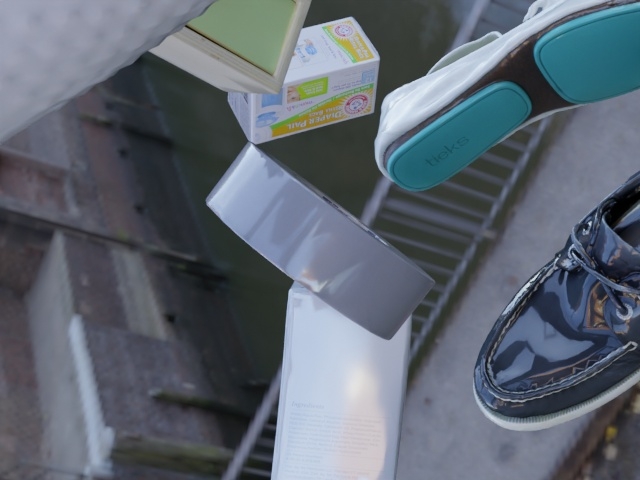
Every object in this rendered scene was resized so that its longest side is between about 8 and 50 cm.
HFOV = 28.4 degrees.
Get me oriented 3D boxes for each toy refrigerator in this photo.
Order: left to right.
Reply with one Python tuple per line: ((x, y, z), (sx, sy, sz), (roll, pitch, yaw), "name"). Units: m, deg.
((-0.138, -0.226, 1.106), (0.094, 0.269, 0.102), (10, 79, 48), "toy refrigerator")

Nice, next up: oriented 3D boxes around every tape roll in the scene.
((0.000, 0.000, 1.181), (0.072, 0.219, 0.219), (-54, 28, 4), "tape roll")

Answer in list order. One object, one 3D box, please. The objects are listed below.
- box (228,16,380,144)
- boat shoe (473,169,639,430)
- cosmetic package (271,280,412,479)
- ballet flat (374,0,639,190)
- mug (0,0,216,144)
((-0.026, -0.236, 1.861), (0.114, 0.203, 0.103), (93, 154, -50), "box")
((0.248, 0.010, 0.966), (0.340, 0.113, 0.127), (-34, 54, 1), "boat shoe")
((0.025, 0.158, 1.427), (0.224, 0.138, 0.225), (-72, -14, -86), "cosmetic package")
((0.225, -0.194, 1.339), (0.400, 0.139, 0.139), (-28, 45, 21), "ballet flat")
((-0.165, -0.287, 0.712), (0.328, 0.374, 0.276), (-31, 20, 8), "mug")
